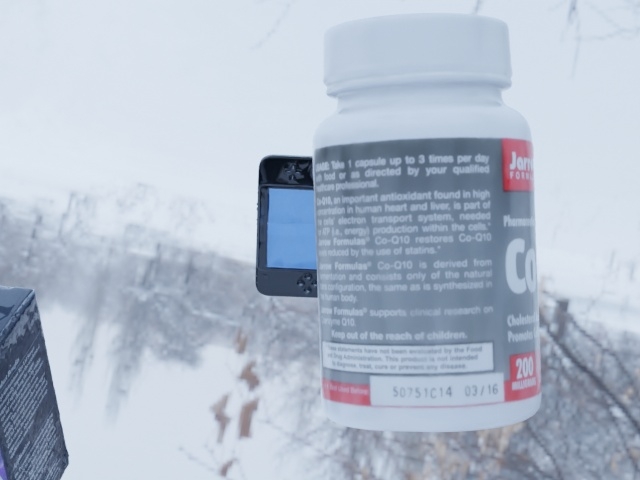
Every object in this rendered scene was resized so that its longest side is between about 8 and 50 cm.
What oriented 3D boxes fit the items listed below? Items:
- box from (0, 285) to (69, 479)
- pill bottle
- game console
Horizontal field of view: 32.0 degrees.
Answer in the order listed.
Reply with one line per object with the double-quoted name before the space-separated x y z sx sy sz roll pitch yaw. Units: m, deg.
"box" -0.313 0.143 0.939 0.153 0.207 0.108 4 -145 10
"pill bottle" 0.076 -0.013 0.814 0.161 0.283 0.161 -2 180 0
"game console" 0.000 0.000 1.043 0.124 0.144 0.085 2 -161 -2
